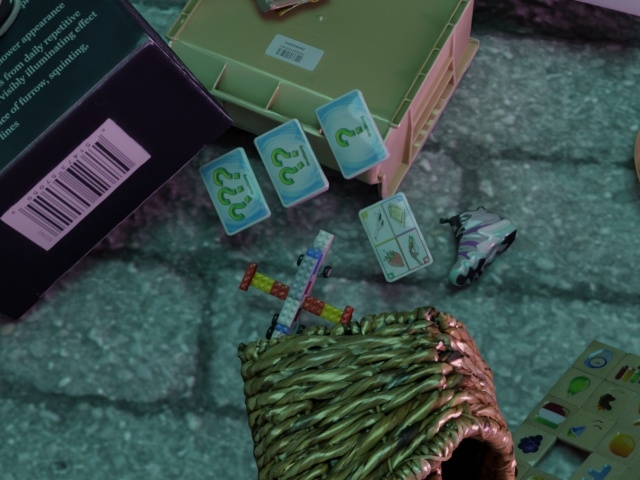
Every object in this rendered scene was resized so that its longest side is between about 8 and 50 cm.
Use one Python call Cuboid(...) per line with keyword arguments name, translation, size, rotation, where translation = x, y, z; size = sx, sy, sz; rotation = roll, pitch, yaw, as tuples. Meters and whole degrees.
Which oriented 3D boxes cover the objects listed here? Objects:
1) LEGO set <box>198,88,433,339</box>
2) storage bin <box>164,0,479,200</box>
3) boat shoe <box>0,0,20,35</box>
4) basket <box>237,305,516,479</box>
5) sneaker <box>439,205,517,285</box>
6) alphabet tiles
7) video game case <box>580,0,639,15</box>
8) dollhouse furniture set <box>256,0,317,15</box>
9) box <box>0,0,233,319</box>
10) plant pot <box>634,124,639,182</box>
Cuboid(name="LEGO set", translation=(0.000, 0.000, 1.695), size=(0.182, 0.060, 0.244), rotation=(-25, 81, 12))
Cuboid(name="storage bin", translation=(0.000, -0.193, 1.846), size=(0.262, 0.123, 0.260), rotation=(23, 59, 12))
Cuboid(name="boat shoe", translation=(-0.308, -0.173, 1.563), size=(0.046, 0.038, 0.125), rotation=(31, 84, 26))
Cuboid(name="basket", translation=(0.061, 0.224, 1.455), size=(0.213, 0.299, 0.223), rotation=(-10, 55, -2))
Cuboid(name="sneaker", translation=(0.141, 0.001, 1.773), size=(0.069, 0.038, 0.098), rotation=(36, 52, 22))
Cuboid(name="alphabet tiles", translation=(0.289, 0.193, 1.610), size=(0.237, 0.009, 0.198), rotation=(22, 55, 38))
Cuboid(name="video game case", translation=(0.233, -0.366, 1.969), size=(0.329, 0.036, 0.300), rotation=(16, 39, 8))
Cuboid(name="dollhouse furniture set", translation=(-0.055, -0.292, 1.824), size=(0.076, 0.058, 0.152), rotation=(-19, 77, -22))
Cuboid(name="box", translation=(-0.334, -0.177, 1.712), size=(0.293, 0.212, 0.395), rotation=(-42, 64, 2))
Cuboid(name="plant pot", translation=(0.437, -0.070, 1.832), size=(0.236, 0.032, 0.236), rotation=(0, 56, -1))
